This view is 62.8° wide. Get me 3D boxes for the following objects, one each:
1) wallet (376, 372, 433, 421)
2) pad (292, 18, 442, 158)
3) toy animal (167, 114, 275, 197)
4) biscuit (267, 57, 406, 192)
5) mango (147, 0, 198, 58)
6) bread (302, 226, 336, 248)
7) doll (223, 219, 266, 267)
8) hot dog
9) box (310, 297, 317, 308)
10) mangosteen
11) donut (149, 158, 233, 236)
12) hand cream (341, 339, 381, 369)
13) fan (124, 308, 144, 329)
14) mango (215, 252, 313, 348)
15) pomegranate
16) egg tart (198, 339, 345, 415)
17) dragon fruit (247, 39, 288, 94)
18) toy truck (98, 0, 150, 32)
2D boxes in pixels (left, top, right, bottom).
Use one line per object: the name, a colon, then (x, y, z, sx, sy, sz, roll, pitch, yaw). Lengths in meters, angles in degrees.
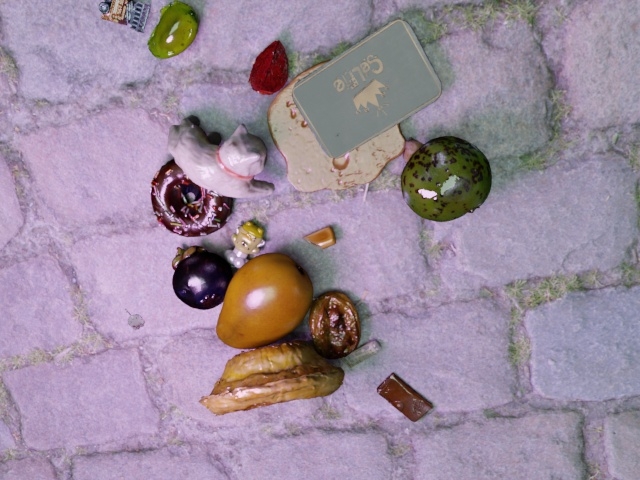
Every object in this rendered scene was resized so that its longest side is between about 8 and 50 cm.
wallet: (0.276, 0.522, 1.731, 0.176, 0.026, 0.095, 40, 108, -4)
pad: (0.106, -0.433, 1.415, 0.375, 0.063, 0.314, -31, 98, 11)
toy animal: (-0.289, -0.270, 1.476, 0.266, 0.188, 0.307, -16, 71, -16)
biscuit: (0.051, -0.330, 1.507, 0.385, 0.062, 0.364, -16, 100, 9)
mango: (-0.415, -0.586, 1.482, 0.178, 0.100, 0.119, -39, 58, 22)
bread: (-0.001, 0.001, 1.610, 0.103, 0.049, 0.062, -23, 67, 14)
doll: (-0.238, 0.018, 1.640, 0.106, 0.062, 0.162, 32, 108, 3)
hot dog: (0.045, 0.277, 1.656, 0.161, 0.099, 0.226, -17, 109, -6)
box: (-0.010, 0.225, 1.693, 0.046, 0.012, 0.083, -2, 104, 7)
mangosteen: (-0.377, 0.106, 1.634, 0.194, 0.194, 0.230, -47, 59, 16)
donut: (-0.397, -0.131, 1.600, 0.270, 0.103, 0.269, 2, 107, 7)
hand cream: (0.136, 0.371, 1.707, 0.143, 0.039, 0.061, -34, 105, 24)
fan: (-0.639, 0.266, 1.788, 0.056, 0.004, 0.083, -34, 98, 14)
mango: (-0.174, 0.199, 1.588, 0.264, 0.221, 0.378, 12, 130, -39)
pomegranate: (0.328, -0.175, 1.432, 0.270, 0.254, 0.254, 45, 107, 18)
egg tart: (-0.148, 0.405, 1.574, 0.444, 0.443, 0.178, -14, 75, 11)
dragon fruit: (-0.146, -0.474, 1.491, 0.106, 0.083, 0.162, 6, 80, 47)
toy truck: (-0.540, -0.692, 1.476, 0.115, 0.080, 0.177, 20, 108, -4)
